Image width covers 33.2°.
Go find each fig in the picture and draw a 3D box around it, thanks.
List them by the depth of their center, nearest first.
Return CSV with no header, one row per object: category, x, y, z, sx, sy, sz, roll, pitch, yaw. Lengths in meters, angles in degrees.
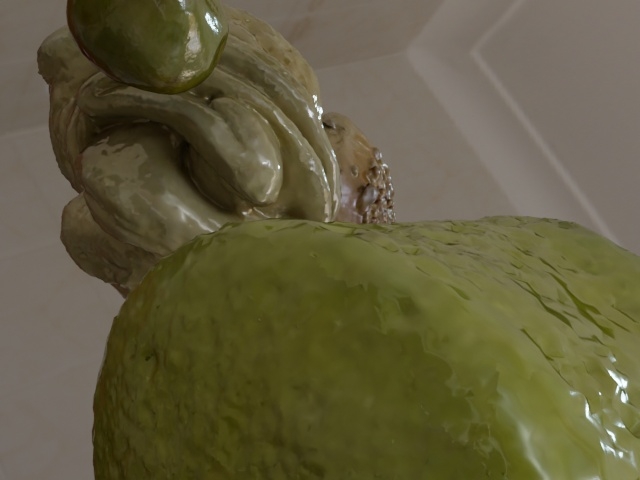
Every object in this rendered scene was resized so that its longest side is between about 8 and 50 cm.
fig,-0.144,-0.188,0.915,0.153,0.136,0.120,31,-58,48

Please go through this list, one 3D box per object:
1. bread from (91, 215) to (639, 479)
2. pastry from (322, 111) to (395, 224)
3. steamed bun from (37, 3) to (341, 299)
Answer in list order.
bread,0.063,0.138,0.601,0.348,0.308,0.348,14,-68,38
pastry,0.000,0.000,1.335,0.184,0.284,0.315,20,-47,-5
steamed bun,-0.154,-0.096,1.128,0.325,0.230,0.372,-28,-113,19
